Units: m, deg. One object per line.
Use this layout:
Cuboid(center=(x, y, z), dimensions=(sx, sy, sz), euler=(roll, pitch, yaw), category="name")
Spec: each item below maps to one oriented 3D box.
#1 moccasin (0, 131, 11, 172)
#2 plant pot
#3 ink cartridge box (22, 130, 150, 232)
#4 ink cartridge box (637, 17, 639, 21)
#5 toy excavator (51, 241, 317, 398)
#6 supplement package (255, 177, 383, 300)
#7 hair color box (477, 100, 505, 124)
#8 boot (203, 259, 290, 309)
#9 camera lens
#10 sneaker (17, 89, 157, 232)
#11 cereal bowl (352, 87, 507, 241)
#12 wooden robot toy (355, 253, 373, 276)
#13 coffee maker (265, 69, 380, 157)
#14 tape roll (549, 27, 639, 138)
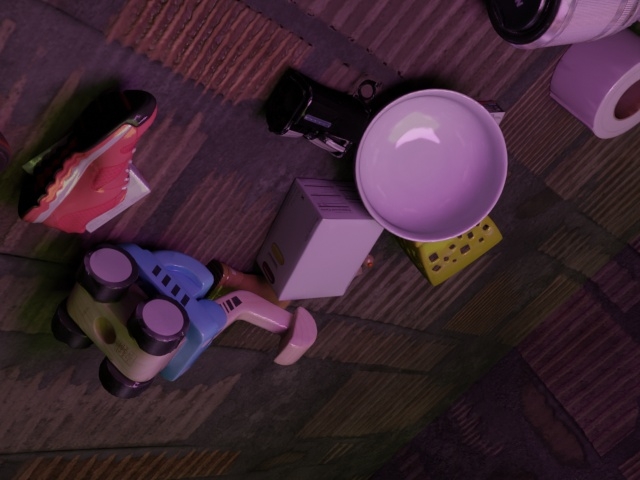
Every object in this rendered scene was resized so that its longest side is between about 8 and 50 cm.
Cuboid(center=(-0.646, -0.062, 0.972), dimensions=(0.380, 0.147, 0.139), euler=(-46, 157, 10), category="moccasin")
Cuboid(center=(0.295, -0.061, 1.634), dimensions=(0.227, 0.228, 0.207), euler=(-35, 139, 3), category="plant pot")
Cuboid(center=(-0.423, -0.117, 1.167), dimensions=(0.145, 0.045, 0.179), euler=(-34, 127, 1), category="ink cartridge box")
Cuboid(center=(0.808, -0.603, 1.345), dimensions=(0.160, 0.279, 0.385), euler=(-34, 145, 1), category="ink cartridge box")
Cuboid(center=(-0.258, 0.154, 1.367), dimensions=(0.222, 0.433, 0.445), euler=(-52, 171, 36), category="toy excavator")
Cuboid(center=(0.000, 0.000, 1.532), dimensions=(0.204, 0.145, 0.262), euler=(-1, 133, -38), category="supplement package")
Cuboid(center=(0.381, -0.264, 1.603), dimensions=(0.093, 0.053, 0.167), euler=(-9, 139, -29), category="hair color box")
Cuboid(center=(-0.223, 0.171, 1.607), dimensions=(0.236, 0.089, 0.269), euler=(-44, 145, 14), category="boot")
Cuboid(center=(0.485, -0.501, 1.262), dimensions=(0.274, 0.219, 0.219), euler=(-14, 140, -26), category="camera lens")
Cuboid(center=(-0.374, -0.130, 1.100), dimensions=(0.314, 0.116, 0.136), euler=(-40, 137, 15), category="sneaker")
Cuboid(center=(0.235, -0.169, 1.441), dimensions=(0.338, 0.141, 0.339), euler=(-1, 99, -5), category="cereal bowl")
Cuboid(center=(0.108, 0.049, 1.731), dimensions=(0.076, 0.079, 0.173), euler=(-15, 140, -25), category="wooden robot toy")
Cuboid(center=(0.001, -0.268, 1.265), dimensions=(0.178, 0.120, 0.171), euler=(13, 101, -47), category="coffee maker")
Cuboid(center=(0.735, -0.404, 1.618), dimensions=(0.246, 0.169, 0.246), euler=(-22, 143, -18), category="tape roll")
